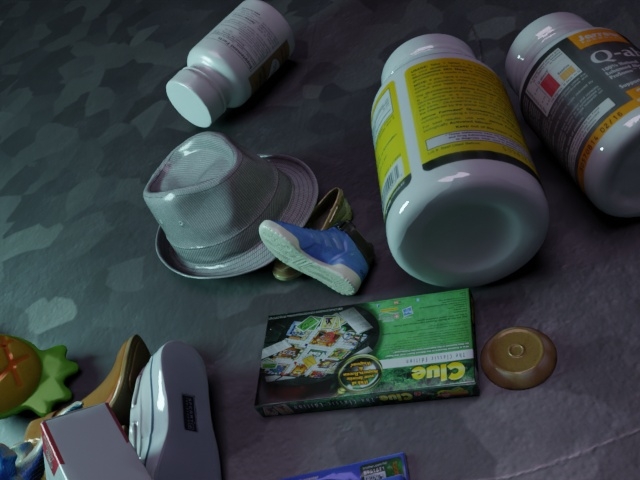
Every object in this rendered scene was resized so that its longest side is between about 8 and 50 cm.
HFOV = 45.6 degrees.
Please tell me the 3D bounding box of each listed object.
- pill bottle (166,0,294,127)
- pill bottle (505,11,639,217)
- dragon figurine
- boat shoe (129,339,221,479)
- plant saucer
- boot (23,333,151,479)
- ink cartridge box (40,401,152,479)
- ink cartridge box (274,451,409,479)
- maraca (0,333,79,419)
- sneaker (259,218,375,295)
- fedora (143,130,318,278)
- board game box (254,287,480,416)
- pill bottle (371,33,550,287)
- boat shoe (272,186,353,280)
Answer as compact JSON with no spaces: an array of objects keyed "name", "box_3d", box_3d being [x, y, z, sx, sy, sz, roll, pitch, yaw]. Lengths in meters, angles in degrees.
[{"name":"pill bottle","box_3d":[-0.161,-0.312,1.355,0.131,0.131,0.229,19,59,37]},{"name":"pill bottle","box_3d":[0.349,-0.169,0.958,0.162,0.162,0.278,-23,43,3]},{"name":"dragon figurine","box_3d":[-0.350,0.304,0.848,0.289,0.085,0.144,-33,73,-3]},{"name":"boat shoe","box_3d":[-0.173,0.241,0.868,0.084,0.095,0.258,-39,37,29]},{"name":"plant saucer","box_3d":[0.217,0.125,0.839,0.083,0.015,0.083,-13,44,13]},{"name":"boot","box_3d":[-0.292,0.212,0.952,0.152,0.073,0.197,-17,41,15]},{"name":"ink cartridge box","box_3d":[-0.227,0.277,0.776,0.072,0.175,0.127,-14,35,-31]},{"name":"ink cartridge box","box_3d":[0.010,0.340,0.696,0.186,0.065,0.311,-16,42,10]},{"name":"maraca","box_3d":[-0.424,0.185,1.025,0.186,0.099,0.127,5,57,-4]},{"name":"sneaker","box_3d":[0.000,0.001,1.000,0.152,0.058,0.084,30,58,8]},{"name":"fedora","box_3d":[-0.151,-0.071,1.092,0.275,0.124,0.244,13,59,45]},{"name":"board game box","box_3d":[0.053,0.132,0.900,0.260,0.030,0.136,-9,43,17]},{"name":"pill bottle","box_3d":[0.163,-0.118,0.974,0.188,0.188,0.334,-14,44,12]},{"name":"boat shoe","box_3d":[-0.015,-0.009,1.053,0.153,0.048,0.056,-45,46,-20]}]
